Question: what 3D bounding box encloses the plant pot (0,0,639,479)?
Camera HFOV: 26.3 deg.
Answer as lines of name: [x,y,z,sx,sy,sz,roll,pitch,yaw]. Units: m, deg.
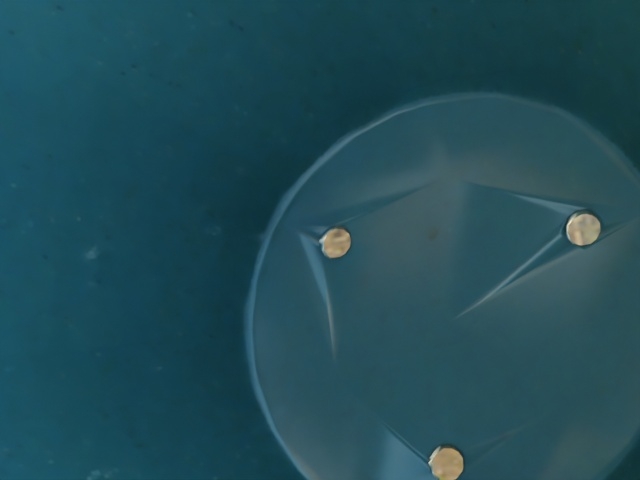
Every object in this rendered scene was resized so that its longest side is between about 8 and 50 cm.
plant pot: [0.000,0.000,0.332,0.195,0.290,0.290,30,60,-61]
